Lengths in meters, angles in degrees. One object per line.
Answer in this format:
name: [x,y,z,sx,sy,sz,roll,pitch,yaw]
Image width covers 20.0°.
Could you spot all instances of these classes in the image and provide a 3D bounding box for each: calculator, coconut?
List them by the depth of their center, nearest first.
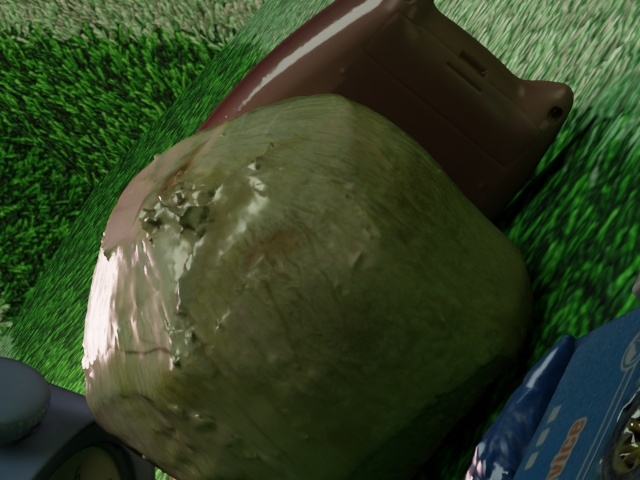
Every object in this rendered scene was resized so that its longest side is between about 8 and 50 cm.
coconut: [-0.023,0.042,1.220,0.297,0.255,0.297,-51,14,18]
calculator: [0.019,-0.043,1.362,0.330,0.220,0.048,-44,21,26]

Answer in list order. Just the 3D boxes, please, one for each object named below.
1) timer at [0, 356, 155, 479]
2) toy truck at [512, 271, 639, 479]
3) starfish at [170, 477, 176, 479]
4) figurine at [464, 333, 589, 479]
timer: [-0.234,0.260,1.268,0.395,0.173,0.395,18,-90,-74]
toy truck: [0.158,0.093,0.678,0.367,0.146,0.175,-59,9,-23]
starfish: [-0.152,0.258,1.590,0.247,0.050,0.138,-48,11,-5]
figurine: [0.089,0.175,0.804,0.262,0.121,0.164,-49,-25,-17]
